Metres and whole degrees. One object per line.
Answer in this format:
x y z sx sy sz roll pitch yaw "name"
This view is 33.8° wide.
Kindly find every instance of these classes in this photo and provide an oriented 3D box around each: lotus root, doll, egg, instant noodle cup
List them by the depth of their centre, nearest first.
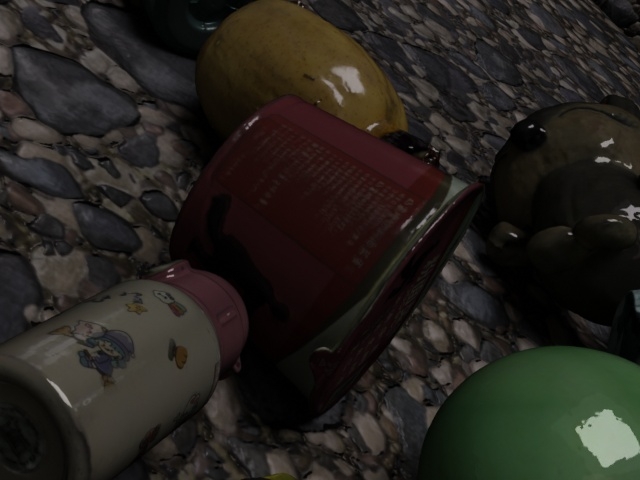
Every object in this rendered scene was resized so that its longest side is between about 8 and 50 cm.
0.198 0.195 0.820 0.269 0.220 0.220 28 29 -44 "egg"
0.000 0.000 0.871 0.178 0.235 0.235 37 28 12 "instant noodle cup"
0.000 -0.125 1.046 0.310 0.183 0.183 38 24 33 "lotus root"
0.348 0.004 1.329 0.382 0.252 0.379 -83 153 -57 "doll"

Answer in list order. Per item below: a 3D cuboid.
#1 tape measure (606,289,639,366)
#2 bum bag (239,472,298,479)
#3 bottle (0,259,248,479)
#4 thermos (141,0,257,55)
0.429 0.149 1.104 0.147 0.256 0.275 -75 148 -51 "tape measure"
-0.009 0.246 0.673 0.106 0.060 0.232 33 30 -31 "bum bag"
-0.130 0.085 0.701 0.110 0.110 0.233 44 30 7 "bottle"
-0.162 -0.349 1.246 0.286 0.145 0.182 62 4 36 "thermos"
